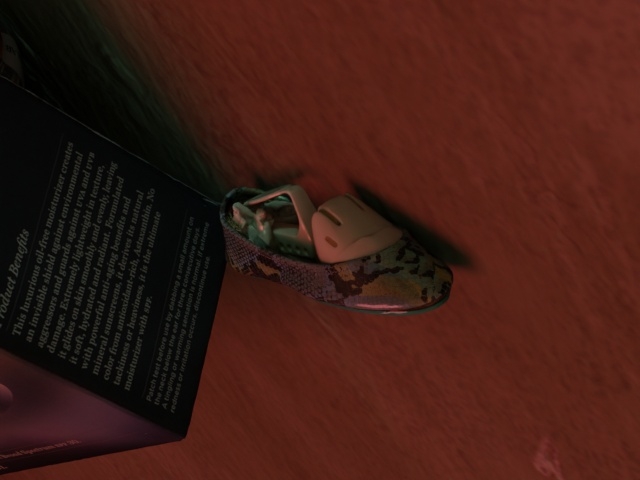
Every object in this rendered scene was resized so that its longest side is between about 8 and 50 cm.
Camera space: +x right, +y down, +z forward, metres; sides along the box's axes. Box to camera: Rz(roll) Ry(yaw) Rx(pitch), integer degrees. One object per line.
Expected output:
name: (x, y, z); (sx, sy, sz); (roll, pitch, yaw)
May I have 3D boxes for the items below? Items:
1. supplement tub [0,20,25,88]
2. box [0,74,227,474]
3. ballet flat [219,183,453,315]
supplement tub: (-0.272, -0.097, 1.092); (0.117, 0.117, 0.190); (39, 156, 11)
box: (-0.272, 0.024, 1.002); (0.296, 0.182, 0.294); (-18, 141, 43)
ballet flat: (0.000, 0.000, 0.894); (0.188, 0.070, 0.070); (9, 139, 48)
